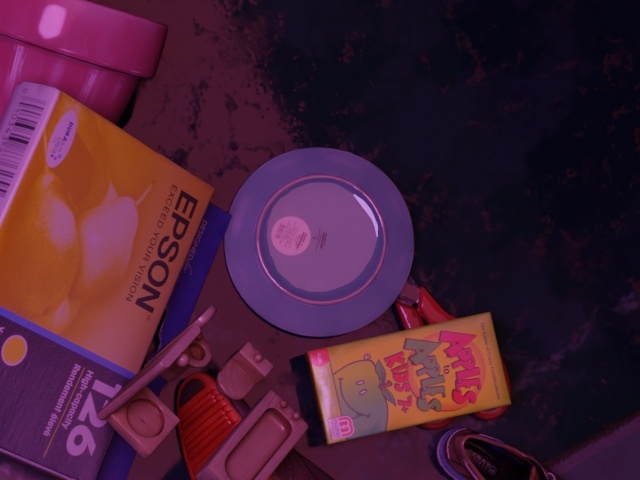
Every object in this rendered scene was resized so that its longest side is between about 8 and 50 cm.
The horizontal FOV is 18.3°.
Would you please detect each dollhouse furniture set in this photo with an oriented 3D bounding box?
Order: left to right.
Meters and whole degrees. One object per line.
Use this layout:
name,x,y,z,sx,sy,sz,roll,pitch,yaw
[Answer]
dollhouse furniture set,-0.079,0.141,1.762,0.151,0.123,0.144,45,48,-4

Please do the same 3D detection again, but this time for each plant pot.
plant pot,-0.260,-0.144,1.839,0.201,0.201,0.180,18,95,-9

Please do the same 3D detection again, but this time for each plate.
plate,0.000,0.000,1.938,0.188,0.024,0.188,1,84,-6

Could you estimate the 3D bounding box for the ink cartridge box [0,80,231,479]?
ink cartridge box,-0.209,0.059,1.782,0.307,0.072,0.303,31,76,-44

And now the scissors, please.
scissors,0.093,0.047,1.965,0.109,0.021,0.297,-22,85,-9

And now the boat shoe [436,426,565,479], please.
boat shoe,0.198,0.243,1.932,0.183,0.066,0.066,29,78,-6

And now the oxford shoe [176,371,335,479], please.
oxford shoe,-0.041,0.237,1.888,0.098,0.097,0.271,-23,79,-48

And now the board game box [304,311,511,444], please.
board game box,0.084,0.133,1.920,0.181,0.043,0.092,-12,84,-6
